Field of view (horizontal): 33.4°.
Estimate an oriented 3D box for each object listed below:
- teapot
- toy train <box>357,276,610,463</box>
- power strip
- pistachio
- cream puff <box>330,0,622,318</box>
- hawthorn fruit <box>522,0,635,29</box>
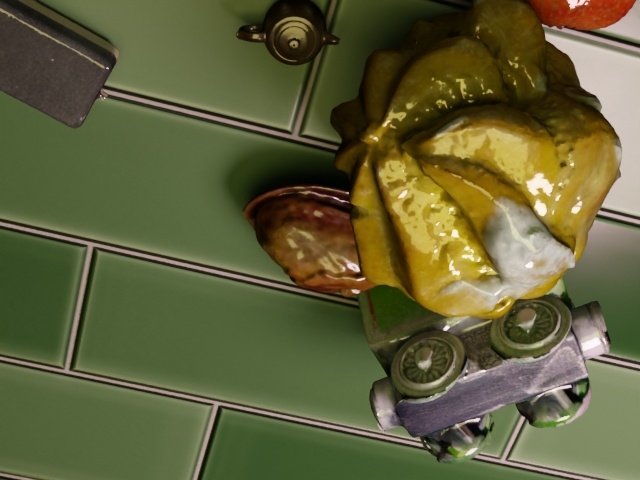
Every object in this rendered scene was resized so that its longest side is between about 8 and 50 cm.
[{"bbox_3d":[-0.038,-0.241,1.249,0.121,0.068,0.076,3,120,-2],"label":"teapot"},{"bbox_3d":[0.202,0.125,1.362,0.307,0.248,0.173,-21,131,11],"label":"toy train"},{"bbox_3d":[-0.364,-0.233,1.252,0.257,0.070,0.105,29,118,-15],"label":"power strip"},{"bbox_3d":[0.000,0.000,1.359,0.210,0.130,0.165,26,120,-5],"label":"pistachio"},{"bbox_3d":[0.135,-0.088,1.166,0.276,0.378,0.378,3,121,-19],"label":"cream puff"},{"bbox_3d":[0.281,-0.371,1.150,0.165,0.165,0.285,6,104,-4],"label":"hawthorn fruit"}]
